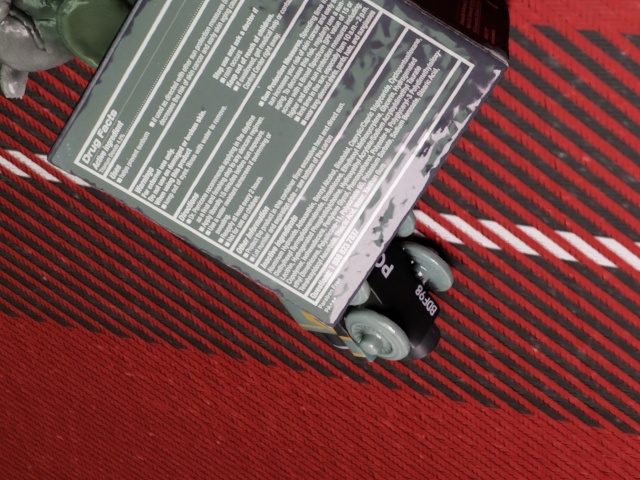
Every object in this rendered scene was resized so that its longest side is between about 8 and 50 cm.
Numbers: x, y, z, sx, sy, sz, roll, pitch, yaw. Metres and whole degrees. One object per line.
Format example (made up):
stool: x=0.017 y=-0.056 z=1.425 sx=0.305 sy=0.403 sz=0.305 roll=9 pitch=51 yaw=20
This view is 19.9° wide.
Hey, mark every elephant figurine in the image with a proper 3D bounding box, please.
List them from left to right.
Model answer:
elephant figurine: x=-0.208 y=-0.238 z=1.732 sx=0.239 sy=0.169 sz=0.186 roll=1 pitch=169 yaw=9

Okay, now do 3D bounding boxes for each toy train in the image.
toy train: x=0.000 y=0.000 z=1.914 sx=0.190 sy=0.142 sz=0.334 roll=7 pitch=144 yaw=45

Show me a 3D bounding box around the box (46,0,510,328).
box: x=-0.032 y=-0.139 z=1.610 sx=0.294 sy=0.183 sz=0.296 roll=31 pitch=111 yaw=-7
